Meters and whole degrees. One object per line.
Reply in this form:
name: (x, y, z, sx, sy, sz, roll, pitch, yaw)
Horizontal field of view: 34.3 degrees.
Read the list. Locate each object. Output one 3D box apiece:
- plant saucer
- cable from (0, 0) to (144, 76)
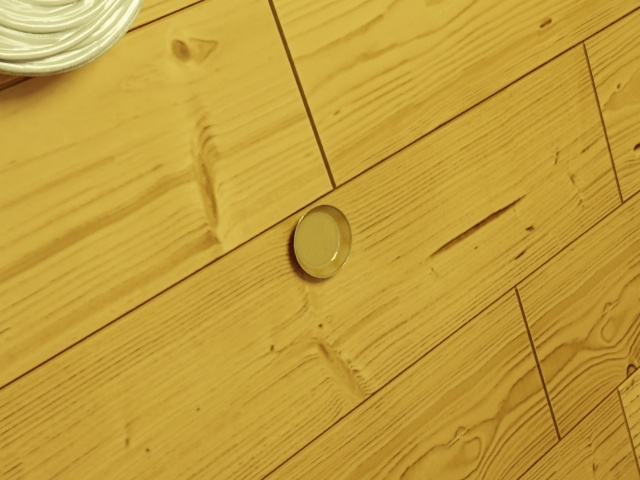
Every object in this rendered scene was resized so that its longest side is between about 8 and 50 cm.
plant saucer: (0.000, 0.000, 1.162, 0.083, 0.015, 0.083, -4, 96, -37)
cable: (-0.261, -0.270, 0.887, 0.257, 0.089, 0.257, 26, 79, -36)
